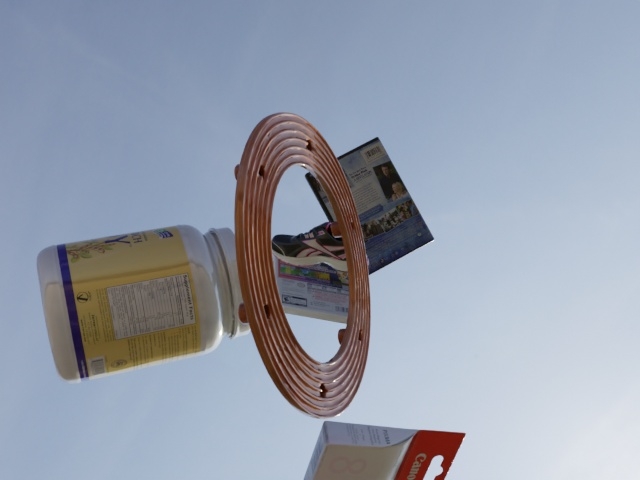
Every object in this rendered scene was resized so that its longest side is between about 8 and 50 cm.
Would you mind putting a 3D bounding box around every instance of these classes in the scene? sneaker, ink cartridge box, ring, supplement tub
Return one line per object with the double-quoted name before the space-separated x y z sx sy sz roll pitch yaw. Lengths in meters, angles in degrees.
"sneaker" 0.000 0.000 1.272 0.178 0.072 0.077 6 -63 17
"ink cartridge box" 0.095 0.369 1.128 0.233 0.066 0.189 10 -58 -9
"ring" -0.015 0.026 0.802 0.032 0.336 0.336 -9 -50 22
"supplement tub" -0.308 0.102 1.280 0.332 0.241 0.241 -10 -49 -19

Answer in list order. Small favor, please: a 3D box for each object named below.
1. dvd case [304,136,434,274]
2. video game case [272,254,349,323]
"dvd case" 0.103 -0.069 1.534 0.180 0.022 0.253 -28 -92 -7
"video game case" -0.001 0.091 1.508 0.201 0.183 0.023 11 -48 -14
